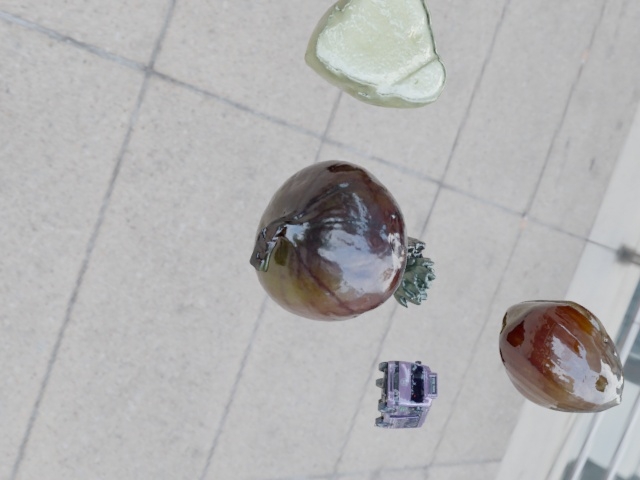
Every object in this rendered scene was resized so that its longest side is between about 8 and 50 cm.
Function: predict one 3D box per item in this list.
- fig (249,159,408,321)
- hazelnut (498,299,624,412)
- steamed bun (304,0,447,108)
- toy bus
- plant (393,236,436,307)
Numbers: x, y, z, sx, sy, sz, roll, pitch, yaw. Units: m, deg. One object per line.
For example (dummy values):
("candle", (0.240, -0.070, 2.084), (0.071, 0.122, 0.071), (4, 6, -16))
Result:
("fig", (0.012, 0.002, 1.299), (0.235, 0.235, 0.214), (-50, 145, -19))
("hazelnut", (0.390, 0.182, 1.447), (0.212, 0.180, 0.181), (-12, 100, -59))
("steamed bun", (0.089, -0.284, 1.389), (0.231, 0.110, 0.212), (-44, 106, -18))
("toy bus", (0.159, 0.297, 1.718), (0.199, 0.108, 0.096), (89, 4, -66))
("plant", (0.158, 0.051, 1.912), (0.132, 0.194, 0.129), (-18, 134, -58))
